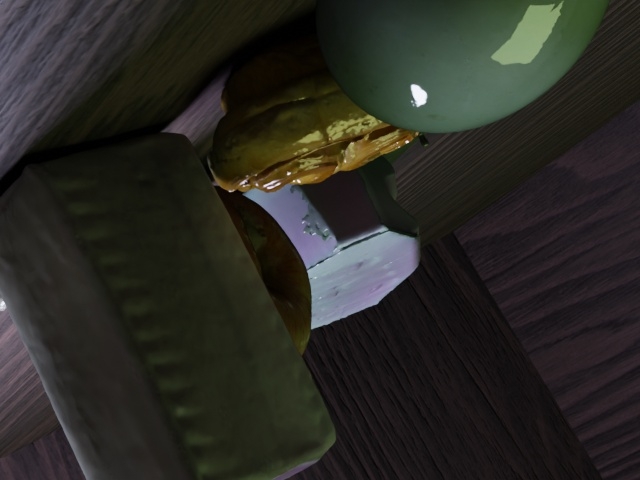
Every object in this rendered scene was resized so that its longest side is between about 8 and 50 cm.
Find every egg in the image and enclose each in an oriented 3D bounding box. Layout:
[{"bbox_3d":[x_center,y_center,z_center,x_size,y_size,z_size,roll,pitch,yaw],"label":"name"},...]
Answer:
[{"bbox_3d":[0.106,-0.190,1.048,0.203,0.203,0.283,-26,178,-31],"label":"egg"}]

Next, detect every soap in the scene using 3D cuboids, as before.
[{"bbox_3d":[0.000,0.000,1.909,0.261,0.156,0.446,-21,166,-1],"label":"soap"}]

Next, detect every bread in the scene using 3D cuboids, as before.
[{"bbox_3d":[0.003,-0.128,1.335,0.236,0.120,0.198,-20,172,-23],"label":"bread"}]

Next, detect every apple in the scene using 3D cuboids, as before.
[{"bbox_3d":[-0.130,0.057,1.606,0.194,0.260,0.261,-22,177,23],"label":"apple"}]

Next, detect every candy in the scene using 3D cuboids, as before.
[{"bbox_3d":[-0.157,0.083,1.277,0.145,0.358,0.208,-36,168,37],"label":"candy"}]

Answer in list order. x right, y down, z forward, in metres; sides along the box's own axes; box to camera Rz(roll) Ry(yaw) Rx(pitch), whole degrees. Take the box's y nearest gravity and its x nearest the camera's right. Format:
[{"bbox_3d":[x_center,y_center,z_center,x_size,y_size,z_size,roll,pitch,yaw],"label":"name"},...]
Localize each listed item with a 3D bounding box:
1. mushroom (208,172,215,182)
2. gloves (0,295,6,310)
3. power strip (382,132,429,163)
[{"bbox_3d":[-0.136,-0.068,1.659,0.028,0.026,0.286,-9,165,-28],"label":"mushroom"},{"bbox_3d":[-0.349,0.053,1.531,0.081,0.037,0.044,-48,-154,12],"label":"gloves"},{"bbox_3d":[0.048,-0.105,2.000,0.145,0.061,0.216,-21,168,-32],"label":"power strip"}]
